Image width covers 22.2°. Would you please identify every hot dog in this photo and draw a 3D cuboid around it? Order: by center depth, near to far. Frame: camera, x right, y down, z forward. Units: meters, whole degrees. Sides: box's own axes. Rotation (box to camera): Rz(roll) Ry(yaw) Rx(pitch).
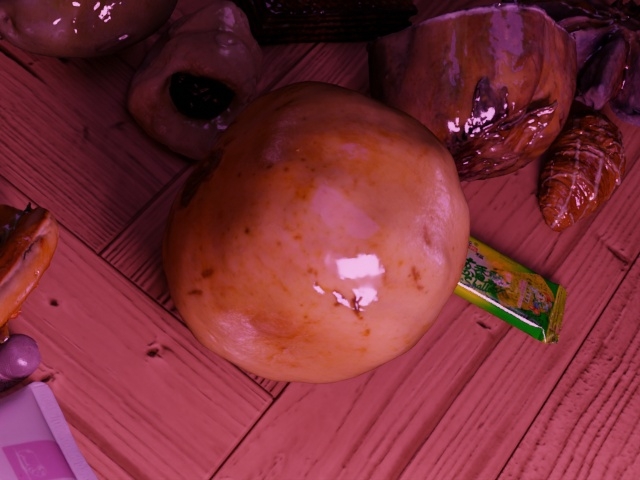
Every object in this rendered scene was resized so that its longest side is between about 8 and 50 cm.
[{"bbox_3d":[-0.343,0.051,1.658,0.104,0.076,0.250,4,39,25],"label":"hot dog"}]

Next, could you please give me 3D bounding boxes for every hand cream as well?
[{"bbox_3d":[-0.360,0.243,1.493,0.359,0.118,0.185,-14,61,-42],"label":"hand cream"}]

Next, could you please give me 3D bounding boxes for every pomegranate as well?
[{"bbox_3d":[0.000,0.000,1.726,0.333,0.332,0.332,14,51,-19],"label":"pomegranate"}]

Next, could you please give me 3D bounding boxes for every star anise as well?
[{"bbox_3d":[0.393,-0.255,2.237,0.332,0.117,0.331,18,29,-10],"label":"star anise"}]

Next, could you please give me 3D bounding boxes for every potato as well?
[{"bbox_3d":[-0.275,-0.296,1.902,0.235,0.160,0.178,-31,36,-26],"label":"potato"}]

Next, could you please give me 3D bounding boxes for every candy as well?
[{"bbox_3d":[0.219,0.053,1.989,0.178,0.032,0.102,29,48,-6],"label":"candy"}]

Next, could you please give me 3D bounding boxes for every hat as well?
[{"bbox_3d":[-0.321,0.119,1.642,0.087,0.042,0.058,-4,58,-30],"label":"hat"}]

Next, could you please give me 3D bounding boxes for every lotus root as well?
[{"bbox_3d":[0.196,-0.173,2.018,0.272,0.272,0.192,6,64,-25],"label":"lotus root"}]

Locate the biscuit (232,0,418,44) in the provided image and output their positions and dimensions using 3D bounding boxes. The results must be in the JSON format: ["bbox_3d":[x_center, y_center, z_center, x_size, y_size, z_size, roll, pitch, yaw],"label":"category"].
[{"bbox_3d":[0.007,-0.315,2.121,0.252,0.070,0.106,-6,61,-32],"label":"biscuit"}]

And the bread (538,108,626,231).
[{"bbox_3d":[0.350,-0.102,2.147,0.105,0.076,0.233,31,49,-2],"label":"bread"}]

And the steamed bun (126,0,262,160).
[{"bbox_3d":[-0.133,-0.202,1.905,0.141,0.155,0.172,26,49,-11],"label":"steamed bun"}]
